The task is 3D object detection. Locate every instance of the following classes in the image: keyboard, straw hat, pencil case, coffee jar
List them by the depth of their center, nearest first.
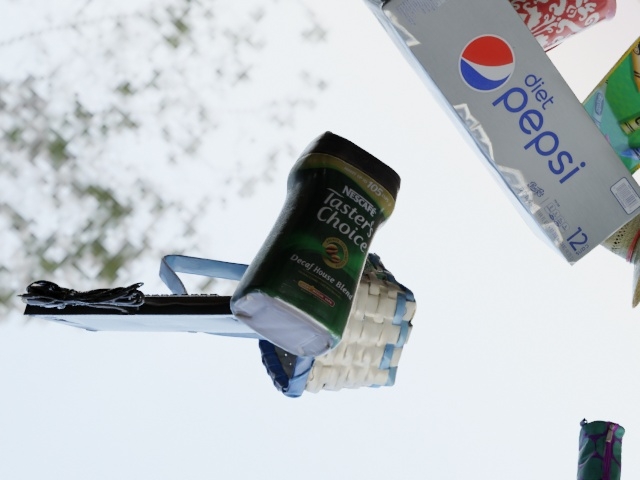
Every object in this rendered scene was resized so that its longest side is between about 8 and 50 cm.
[{"bbox_3d":[0.000,0.000,1.459,0.096,0.079,0.184,32,-122,-15],"label":"coffee jar"},{"bbox_3d":[0.286,-0.016,1.565,0.061,0.144,0.144,25,-171,16],"label":"straw hat"},{"bbox_3d":[-0.193,0.071,1.854,0.201,0.317,0.033,20,-109,-54],"label":"keyboard"},{"bbox_3d":[0.380,0.314,2.338,0.065,0.070,0.151,15,-133,-5],"label":"pencil case"}]

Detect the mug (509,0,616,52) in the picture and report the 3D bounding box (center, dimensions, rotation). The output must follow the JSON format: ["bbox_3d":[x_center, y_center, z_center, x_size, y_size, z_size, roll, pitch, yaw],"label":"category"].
[{"bbox_3d":[0.258,-0.261,2.071,0.113,0.169,0.150,45,160,50],"label":"mug"}]

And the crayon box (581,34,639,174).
[{"bbox_3d":[0.321,-0.159,1.504,0.081,0.165,0.278,45,162,5],"label":"crayon box"}]

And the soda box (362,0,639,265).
[{"bbox_3d":[0.154,-0.120,1.448,0.286,0.091,0.098,51,-179,-20],"label":"soda box"}]

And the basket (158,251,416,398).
[{"bbox_3d":[-0.046,0.078,2.161,0.289,0.201,0.255,3,-163,-18],"label":"basket"}]
